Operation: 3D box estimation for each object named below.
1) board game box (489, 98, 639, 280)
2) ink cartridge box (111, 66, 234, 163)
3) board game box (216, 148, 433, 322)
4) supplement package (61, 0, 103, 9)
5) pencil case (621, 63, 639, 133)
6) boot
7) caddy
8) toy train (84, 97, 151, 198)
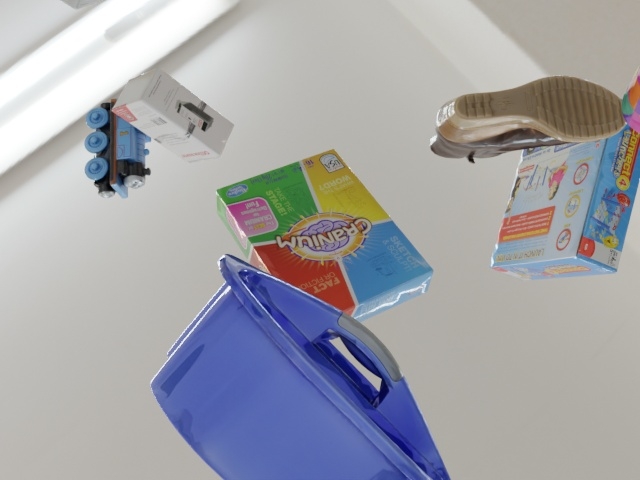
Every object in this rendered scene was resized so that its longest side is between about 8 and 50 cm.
[{"bbox_3d":[0.474,-0.083,1.351,0.086,0.308,0.301,20,-100,-12],"label":"board game box"},{"bbox_3d":[-0.203,-0.170,0.972,0.099,0.135,0.056,0,-118,50],"label":"ink cartridge box"},{"bbox_3d":[0.000,0.000,1.180,0.242,0.064,0.316,-23,-124,-22],"label":"board game box"},{"bbox_3d":[-0.332,-0.473,0.977,0.139,0.134,0.244,29,-66,-9],"label":"supplement package"},{"bbox_3d":[0.380,-0.195,0.714,0.104,0.236,0.104,-3,-111,9],"label":"pencil case"},{"bbox_3d":[0.289,-0.166,1.019,0.249,0.207,0.090,3,-97,2],"label":"boot"},{"bbox_3d":[-0.006,0.161,0.714,0.179,0.241,0.341,-44,-83,1],"label":"caddy"},{"bbox_3d":[-0.349,-0.162,1.218,0.105,0.080,0.184,-7,-111,4],"label":"toy train"}]
